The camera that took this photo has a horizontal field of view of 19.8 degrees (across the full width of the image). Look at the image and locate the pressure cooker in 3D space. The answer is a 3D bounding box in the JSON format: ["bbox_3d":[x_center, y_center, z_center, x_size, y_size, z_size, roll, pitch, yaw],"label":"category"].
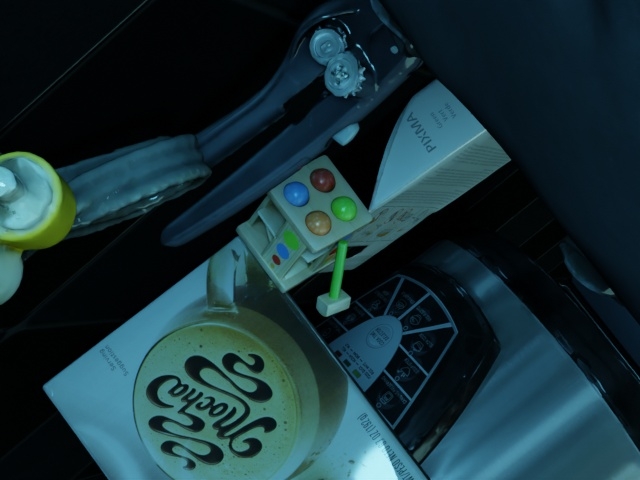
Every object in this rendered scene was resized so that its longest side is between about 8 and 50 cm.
[{"bbox_3d":[0.094,0.241,1.712,0.420,0.375,0.370,-37,173,-5],"label":"pressure cooker"}]

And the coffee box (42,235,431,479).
[{"bbox_3d":[-0.023,0.168,1.212,0.168,0.297,0.119,-37,169,-1],"label":"coffee box"}]

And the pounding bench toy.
[{"bbox_3d":[0.000,0.000,1.151,0.052,0.083,0.065,-30,168,-35],"label":"pounding bench toy"}]

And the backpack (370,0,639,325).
[{"bbox_3d":[0.197,-0.165,0.518,0.355,0.290,0.273,-21,146,-16],"label":"backpack"}]

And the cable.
[{"bbox_3d":[-0.130,0.006,0.781,0.139,0.072,0.287,-34,171,14],"label":"cable"}]

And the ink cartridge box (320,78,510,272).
[{"bbox_3d":[0.075,-0.058,1.264,0.224,0.056,0.181,-34,171,15],"label":"ink cartridge box"}]

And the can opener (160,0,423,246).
[{"bbox_3d":[-0.019,-0.057,0.910,0.186,0.059,0.073,-42,169,21],"label":"can opener"}]
